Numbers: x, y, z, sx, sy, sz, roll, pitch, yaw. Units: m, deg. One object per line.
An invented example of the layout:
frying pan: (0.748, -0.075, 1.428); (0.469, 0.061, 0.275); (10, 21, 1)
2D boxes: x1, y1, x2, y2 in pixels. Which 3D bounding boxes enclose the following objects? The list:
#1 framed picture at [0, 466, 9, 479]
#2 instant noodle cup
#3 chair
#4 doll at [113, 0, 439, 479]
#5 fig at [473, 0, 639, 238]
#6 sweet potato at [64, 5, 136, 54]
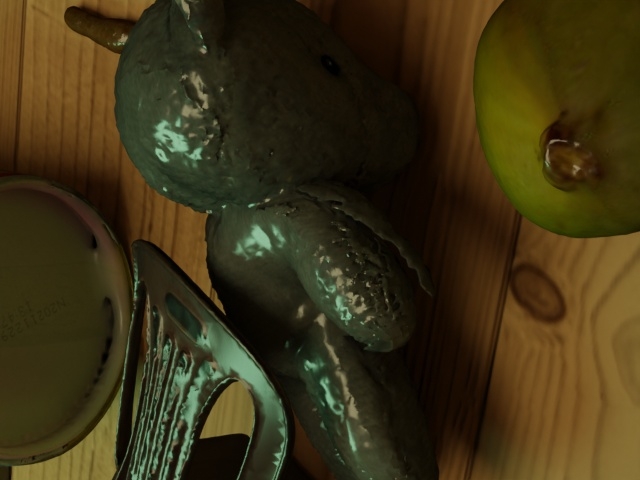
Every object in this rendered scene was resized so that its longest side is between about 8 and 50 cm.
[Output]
framed picture: (-0.365, 0.166, 1.575); (0.289, 0.016, 0.213); (30, 123, 41)
instant noodle cup: (-0.275, 0.055, 1.265); (0.200, 0.264, 0.264); (3, 105, 42)
chair: (-0.057, 0.162, 1.086); (0.175, 0.183, 0.326); (44, 123, 40)
doll: (0.005, -0.006, 1.016); (0.340, 0.158, 0.246); (59, 172, -4)
fig: (0.137, -0.068, 0.838); (0.153, 0.121, 0.135); (-150, 48, -69)
sweet potato: (-0.151, -0.147, 1.217); (0.115, 0.026, 0.026); (23, 118, 42)
